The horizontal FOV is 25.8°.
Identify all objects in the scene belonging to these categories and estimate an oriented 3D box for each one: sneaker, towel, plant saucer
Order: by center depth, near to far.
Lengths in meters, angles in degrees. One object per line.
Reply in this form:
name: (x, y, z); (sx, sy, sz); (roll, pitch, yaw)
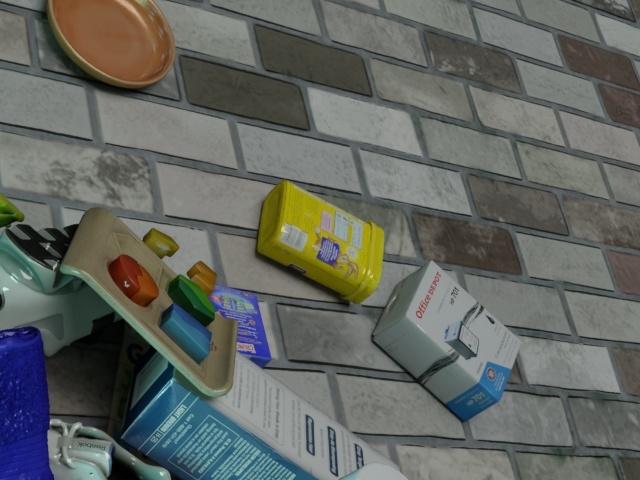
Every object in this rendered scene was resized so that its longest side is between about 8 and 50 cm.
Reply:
towel: (-0.354, 0.246, 1.348); (0.228, 0.076, 0.308); (-8, 97, -37)
sneaker: (-0.291, 0.227, 1.496); (0.297, 0.129, 0.111); (25, 49, -26)
sneaker: (-0.299, 0.066, 1.635); (0.122, 0.146, 0.330); (39, 12, 22)
plant saucer: (-0.295, -0.292, 1.945); (0.200, 0.037, 0.200); (24, 46, -28)

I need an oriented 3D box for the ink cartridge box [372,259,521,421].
ink cartridge box: (0.185, 0.145, 2.028); (0.191, 0.082, 0.139); (43, 41, -12)

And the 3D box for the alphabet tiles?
alphabet tiles: (-0.150, 0.211, 1.729); (0.237, 0.009, 0.198); (26, 46, -26)

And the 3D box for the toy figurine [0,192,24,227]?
toy figurine: (-0.531, -0.075, 1.534); (0.362, 0.191, 0.217); (45, 69, -6)

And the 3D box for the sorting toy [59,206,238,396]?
sorting toy: (-0.183, 0.044, 1.624); (0.229, 0.041, 0.307); (41, 14, -14)

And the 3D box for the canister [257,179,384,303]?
canister: (0.000, 0.000, 1.972); (0.170, 0.073, 0.126); (28, 46, -23)

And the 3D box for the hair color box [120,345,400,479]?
hair color box: (-0.062, 0.251, 1.649); (0.347, 0.105, 0.174); (37, 18, -15)

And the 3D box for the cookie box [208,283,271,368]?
cookie box: (-0.119, 0.112, 1.795); (0.092, 0.040, 0.107); (16, 43, -34)

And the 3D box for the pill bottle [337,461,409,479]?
pill bottle: (-0.017, 0.363, 1.506); (0.160, 0.283, 0.160); (37, 31, -27)
